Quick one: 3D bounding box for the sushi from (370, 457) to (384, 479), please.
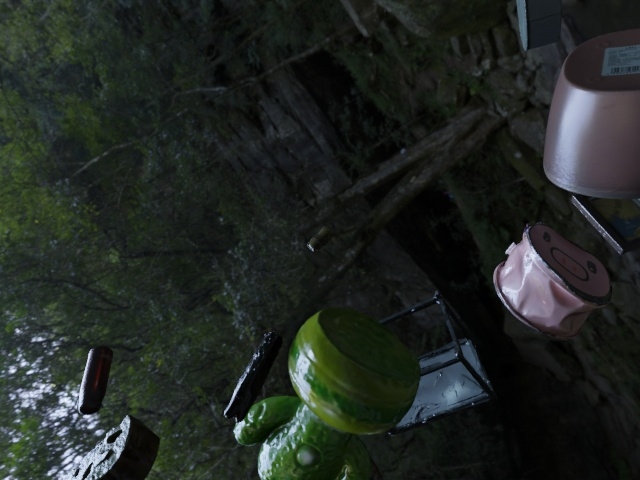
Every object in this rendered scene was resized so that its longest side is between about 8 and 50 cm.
[{"bbox_3d":[0.034,0.553,0.936,0.227,0.215,0.212,33,-150,34],"label":"sushi"}]

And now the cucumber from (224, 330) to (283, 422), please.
[{"bbox_3d":[-0.092,0.188,0.598,0.135,0.033,0.034,-62,-16,-13],"label":"cucumber"}]

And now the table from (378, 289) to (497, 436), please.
[{"bbox_3d":[0.265,0.360,1.232,0.272,0.335,0.222,48,-157,-33],"label":"table"}]

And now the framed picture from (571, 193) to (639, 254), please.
[{"bbox_3d":[0.675,-0.061,0.963,0.023,0.128,0.168,63,-176,-54],"label":"framed picture"}]

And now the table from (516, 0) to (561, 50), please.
[{"bbox_3d":[0.295,-0.335,0.589,0.133,0.043,0.133,-8,-90,-67],"label":"table"}]

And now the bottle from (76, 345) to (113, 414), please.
[{"bbox_3d":[-0.540,0.335,1.029,0.060,0.060,0.164,44,-165,-36],"label":"bottle"}]

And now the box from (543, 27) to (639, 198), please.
[{"bbox_3d":[0.582,-0.248,0.821,0.301,0.301,0.216,-88,-22,-45],"label":"box"}]

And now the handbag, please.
[{"bbox_3d":[0.446,0.077,0.825,0.205,0.116,0.179,34,-137,5],"label":"handbag"}]

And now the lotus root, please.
[{"bbox_3d":[-0.509,0.558,1.055,0.119,0.235,0.138,45,-175,-31],"label":"lotus root"}]

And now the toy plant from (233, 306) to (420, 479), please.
[{"bbox_3d":[-0.002,0.269,0.641,0.224,0.316,0.184,25,-163,2],"label":"toy plant"}]

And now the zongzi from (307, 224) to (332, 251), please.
[{"bbox_3d":[0.000,0.000,1.153,0.040,0.076,0.083,43,176,6],"label":"zongzi"}]
